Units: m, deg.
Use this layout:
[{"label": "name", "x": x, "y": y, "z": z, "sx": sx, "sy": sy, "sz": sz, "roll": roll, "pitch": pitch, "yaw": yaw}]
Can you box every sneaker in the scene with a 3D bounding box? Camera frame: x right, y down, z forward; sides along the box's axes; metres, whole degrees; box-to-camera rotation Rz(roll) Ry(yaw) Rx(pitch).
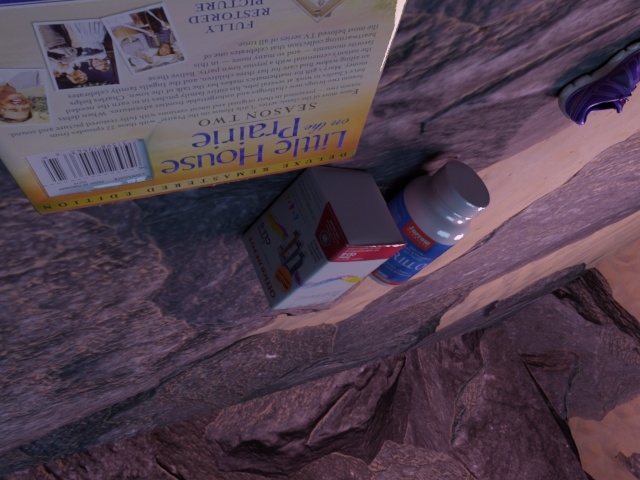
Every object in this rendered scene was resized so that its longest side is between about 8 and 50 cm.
[{"label": "sneaker", "x": 0.439, "y": -0.227, "z": 0.851, "sx": 0.170, "sy": 0.071, "sz": 0.068, "roll": -33, "pitch": 158, "yaw": 19}]

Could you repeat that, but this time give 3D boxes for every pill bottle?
[{"label": "pill bottle", "x": 0.161, "y": -0.027, "z": 0.943, "sx": 0.124, "sy": 0.124, "sz": 0.221, "roll": -6, "pitch": 151, "yaw": -41}]

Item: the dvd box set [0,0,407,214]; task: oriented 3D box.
[{"label": "dvd box set", "x": -0.087, "y": -0.161, "z": 0.374, "sx": 0.308, "sy": 0.062, "sz": 0.420, "roll": -12, "pitch": 158, "yaw": -13}]

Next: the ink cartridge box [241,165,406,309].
[{"label": "ink cartridge box", "x": 0.000, "y": 0.000, "z": 0.820, "sx": 0.127, "sy": 0.128, "sz": 0.176, "roll": -2, "pitch": 149, "yaw": -45}]
